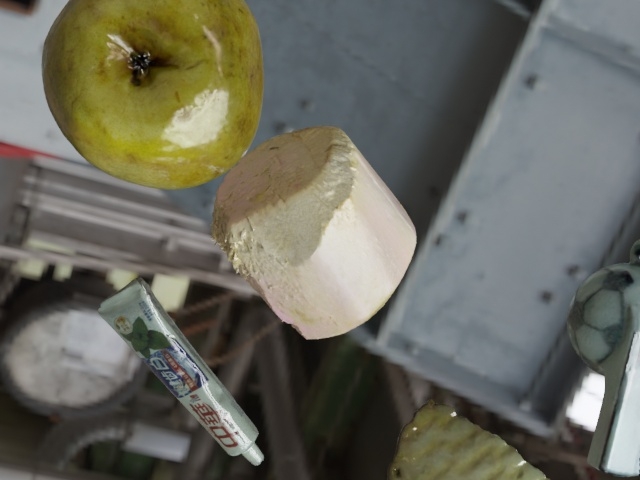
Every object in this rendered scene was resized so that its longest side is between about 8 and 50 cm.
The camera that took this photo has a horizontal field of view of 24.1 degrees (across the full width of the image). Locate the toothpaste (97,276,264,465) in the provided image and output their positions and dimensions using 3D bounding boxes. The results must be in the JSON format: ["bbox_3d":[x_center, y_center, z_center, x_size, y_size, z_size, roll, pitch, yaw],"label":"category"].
[{"bbox_3d":[-0.127,0.134,1.455,0.060,0.233,0.038,-29,-158,22],"label":"toothpaste"}]

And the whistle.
[{"bbox_3d":[0.379,0.137,1.886,0.163,0.164,0.289,-145,-113,-71],"label":"whistle"}]

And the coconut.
[{"bbox_3d":[0.000,0.000,0.946,0.116,0.122,0.116,-27,-146,20],"label":"coconut"}]

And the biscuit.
[{"bbox_3d":[0.171,0.296,1.509,0.187,0.273,0.036,-49,159,-16],"label":"biscuit"}]

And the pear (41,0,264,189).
[{"bbox_3d":[-0.217,-0.213,1.965,0.304,0.304,0.304,-166,-90,-72],"label":"pear"}]

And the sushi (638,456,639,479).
[{"bbox_3d":[0.295,0.311,0.934,0.359,0.064,0.343,75,-5,-55],"label":"sushi"}]
